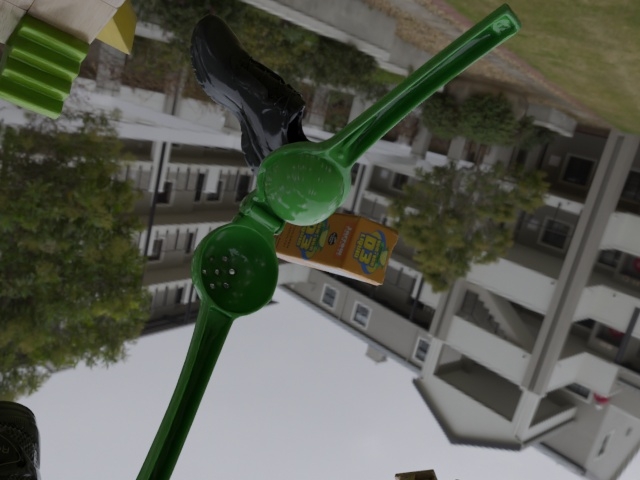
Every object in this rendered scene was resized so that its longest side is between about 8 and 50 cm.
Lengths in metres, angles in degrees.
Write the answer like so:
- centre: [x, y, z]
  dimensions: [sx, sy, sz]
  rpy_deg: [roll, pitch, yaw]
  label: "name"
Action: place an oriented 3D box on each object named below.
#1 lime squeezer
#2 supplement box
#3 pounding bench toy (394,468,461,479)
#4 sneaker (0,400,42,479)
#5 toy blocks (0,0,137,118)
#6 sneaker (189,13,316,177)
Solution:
- centre: [-0.023, -0.006, 0.325]
  dimensions: [0.059, 0.310, 0.110]
  rpy_deg: [37, -177, -14]
  label: "lime squeezer"
- centre: [0.000, 0.000, 0.816]
  dimensions: [0.080, 0.078, 0.233]
  rpy_deg: [24, 172, -36]
  label: "supplement box"
- centre: [0.132, 0.321, 0.704]
  dimensions: [0.083, 0.052, 0.065]
  rpy_deg: [-16, -166, 20]
  label: "pounding bench toy"
- centre: [-0.242, 0.246, 0.420]
  dimensions: [0.087, 0.227, 0.130]
  rpy_deg: [4, -159, -25]
  label: "sneaker"
- centre: [-0.154, -0.320, 0.424]
  dimensions: [0.191, 0.381, 0.261]
  rpy_deg: [21, 149, -39]
  label: "toy blocks"
- centre: [-0.093, -0.230, 0.924]
  dimensions: [0.130, 0.286, 0.109]
  rpy_deg: [-9, -146, 39]
  label: "sneaker"
